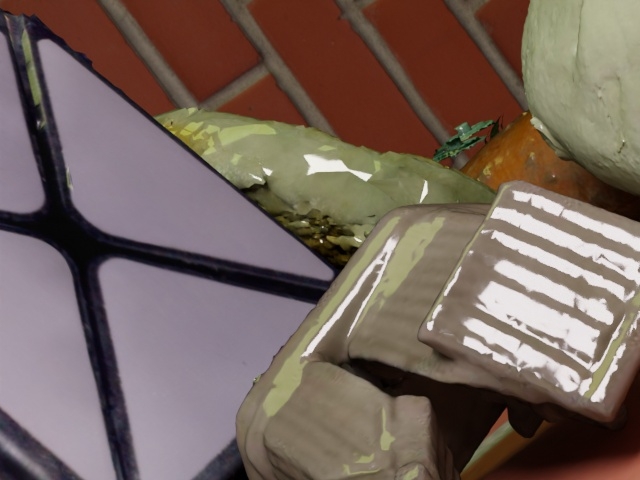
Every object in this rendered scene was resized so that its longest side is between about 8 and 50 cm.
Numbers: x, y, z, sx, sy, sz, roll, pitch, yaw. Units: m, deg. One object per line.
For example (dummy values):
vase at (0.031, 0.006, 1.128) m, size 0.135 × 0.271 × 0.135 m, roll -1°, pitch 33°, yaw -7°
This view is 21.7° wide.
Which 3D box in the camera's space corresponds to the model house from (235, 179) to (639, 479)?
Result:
model house at (0.070, 0.060, 0.730) m, size 0.229 × 0.122 × 0.188 m, roll -51°, pitch 18°, yaw -14°

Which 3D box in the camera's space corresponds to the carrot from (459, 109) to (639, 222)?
carrot at (0.201, -0.059, 1.181) m, size 0.302 × 0.138 × 0.139 m, roll -44°, pitch -2°, yaw 30°

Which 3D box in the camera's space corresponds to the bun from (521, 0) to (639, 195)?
bun at (0.235, -0.170, 0.966) m, size 0.293 × 0.187 × 0.293 m, roll -24°, pitch 39°, yaw 21°

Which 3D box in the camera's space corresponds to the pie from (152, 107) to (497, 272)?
pie at (0.000, 0.000, 1.096) m, size 0.078 × 0.297 × 0.371 m, roll -67°, pitch 10°, yaw -13°

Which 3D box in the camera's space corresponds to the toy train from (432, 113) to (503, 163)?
toy train at (0.204, -0.083, 1.688) m, size 0.189 × 0.126 × 0.307 m, roll -35°, pitch 1°, yaw 13°

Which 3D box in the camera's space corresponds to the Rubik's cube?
Rubik's cube at (-0.193, 0.101, 0.914) m, size 0.305 × 0.310 × 0.307 m, roll -54°, pitch -8°, yaw 32°
